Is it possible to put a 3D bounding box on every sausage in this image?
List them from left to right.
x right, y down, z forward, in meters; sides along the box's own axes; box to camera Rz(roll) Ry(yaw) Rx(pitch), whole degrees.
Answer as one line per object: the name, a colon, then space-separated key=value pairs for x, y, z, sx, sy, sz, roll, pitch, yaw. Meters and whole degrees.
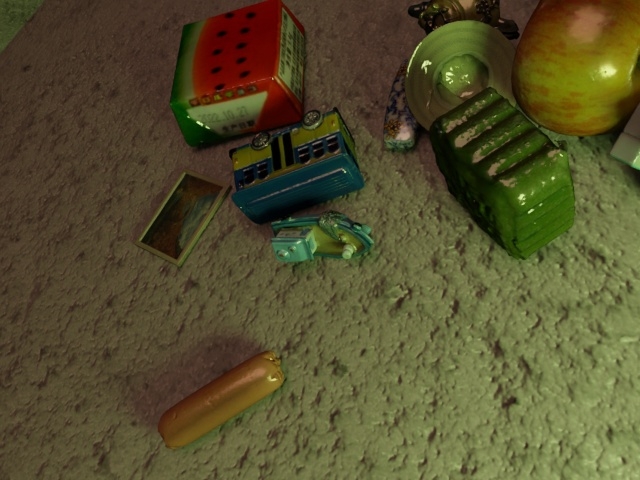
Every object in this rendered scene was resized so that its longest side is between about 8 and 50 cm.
sausage: x=-0.201 y=0.323 z=1.135 sx=0.289 sy=0.086 sz=0.086 roll=-32 pitch=55 yaw=5

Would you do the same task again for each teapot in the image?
teapot: x=0.312 y=-0.493 z=1.269 sx=0.183 sy=0.173 sz=0.269 roll=-24 pitch=45 yaw=-31

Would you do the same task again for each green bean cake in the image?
green bean cake: x=0.329 y=-0.115 z=1.027 sx=0.156 sy=0.247 sz=0.250 roll=-33 pitch=55 yaw=4

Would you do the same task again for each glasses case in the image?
glasses case: x=0.203 y=-0.323 z=1.309 sx=0.087 sy=0.065 sz=0.248 roll=2 pitch=66 yaw=28

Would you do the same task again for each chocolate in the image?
chocolate: x=-0.224 y=-0.466 z=1.528 sx=0.341 sy=0.161 sz=0.360 roll=-10 pitch=60 yaw=17

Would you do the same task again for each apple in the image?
apple: x=0.512 y=-0.340 z=1.048 sx=0.302 sy=0.301 sz=0.301 roll=-11 pitch=59 yaw=19

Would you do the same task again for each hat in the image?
hat: x=0.311 y=-0.355 z=1.240 sx=0.252 sy=0.252 sz=0.110 roll=-17 pitch=16 yaw=16

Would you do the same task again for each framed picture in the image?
framed picture: x=-0.359 y=-0.065 z=1.461 sx=0.184 sy=0.016 sz=0.250 roll=22 pitch=75 yaw=33

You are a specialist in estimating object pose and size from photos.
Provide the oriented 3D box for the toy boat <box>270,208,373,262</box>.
toy boat: x=0.000 y=0.000 z=1.197 sx=0.238 sy=0.109 sz=0.098 roll=0 pitch=34 yaw=25

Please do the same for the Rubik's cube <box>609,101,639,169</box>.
Rubik's cube: x=0.626 y=-0.164 z=0.915 sx=0.213 sy=0.265 sz=0.224 roll=-27 pitch=41 yaw=-3

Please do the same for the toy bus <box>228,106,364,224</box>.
toy bus: x=-0.059 y=-0.169 z=1.304 sx=0.288 sy=0.138 sz=0.175 roll=-19 pitch=56 yaw=14
